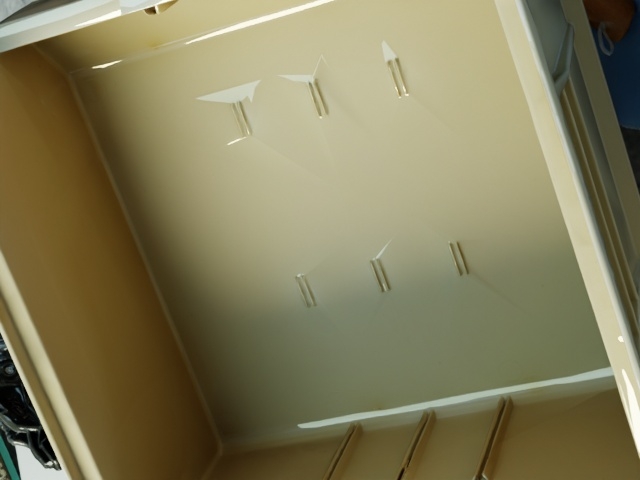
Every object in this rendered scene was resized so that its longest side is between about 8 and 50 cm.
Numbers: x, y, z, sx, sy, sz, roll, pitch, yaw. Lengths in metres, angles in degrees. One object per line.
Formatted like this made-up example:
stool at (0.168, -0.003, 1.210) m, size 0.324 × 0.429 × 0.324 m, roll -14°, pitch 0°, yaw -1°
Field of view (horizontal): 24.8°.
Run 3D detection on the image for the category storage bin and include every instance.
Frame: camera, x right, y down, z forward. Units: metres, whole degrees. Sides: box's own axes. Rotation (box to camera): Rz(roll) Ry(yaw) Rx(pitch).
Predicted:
storage bin at (0.000, 0.000, 0.633) m, size 0.262 × 0.123 × 0.260 m, roll -13°, pitch 110°, yaw 23°

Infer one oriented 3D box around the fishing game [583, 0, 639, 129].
fishing game at (0.132, -0.119, 0.605) m, size 0.264 × 0.041 × 0.189 m, roll 54°, pitch 150°, yaw 4°

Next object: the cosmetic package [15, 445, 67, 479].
cosmetic package at (-0.121, 0.221, 0.955) m, size 0.117 × 0.085 × 0.231 m, roll 0°, pitch 99°, yaw 44°

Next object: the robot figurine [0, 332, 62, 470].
robot figurine at (-0.076, 0.087, 0.832) m, size 0.211 × 0.085 × 0.291 m, roll -35°, pitch 66°, yaw 2°

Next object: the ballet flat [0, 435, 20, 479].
ballet flat at (-0.336, 0.069, 1.050) m, size 0.164 × 0.182 × 0.482 m, roll -11°, pitch 93°, yaw 46°
